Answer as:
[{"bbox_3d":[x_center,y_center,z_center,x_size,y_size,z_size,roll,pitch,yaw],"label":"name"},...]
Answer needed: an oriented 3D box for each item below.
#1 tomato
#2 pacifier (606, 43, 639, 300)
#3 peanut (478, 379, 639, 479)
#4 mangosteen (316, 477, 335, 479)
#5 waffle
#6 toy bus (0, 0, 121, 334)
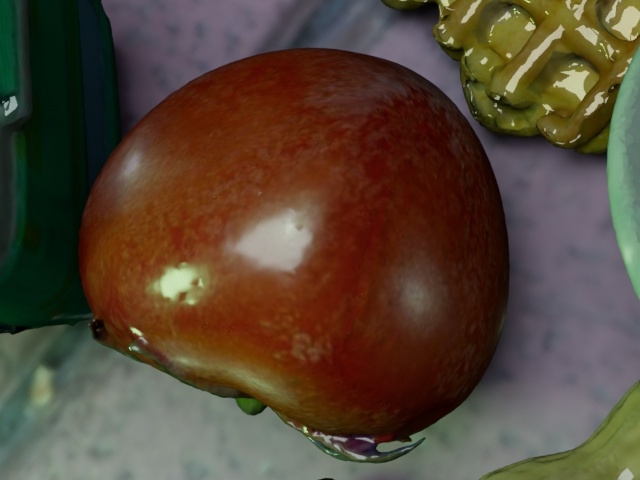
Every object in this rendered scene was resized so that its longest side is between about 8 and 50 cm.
[{"bbox_3d":[0.000,0.000,0.639,0.167,0.167,0.167,-5,74,17],"label":"tomato"},{"bbox_3d":[0.270,-0.039,0.495,0.343,0.269,0.288,13,55,0],"label":"pacifier"},{"bbox_3d":[0.131,0.092,0.616,0.187,0.082,0.082,-32,68,7],"label":"peanut"},{"bbox_3d":[-0.025,0.183,0.585,0.235,0.235,0.261,-13,33,15],"label":"mangosteen"},{"bbox_3d":[0.136,-0.156,0.698,0.243,0.059,0.238,-11,75,18],"label":"waffle"},{"bbox_3d":[-0.251,-0.033,0.709,0.343,0.199,0.183,-8,76,16],"label":"toy bus"}]
